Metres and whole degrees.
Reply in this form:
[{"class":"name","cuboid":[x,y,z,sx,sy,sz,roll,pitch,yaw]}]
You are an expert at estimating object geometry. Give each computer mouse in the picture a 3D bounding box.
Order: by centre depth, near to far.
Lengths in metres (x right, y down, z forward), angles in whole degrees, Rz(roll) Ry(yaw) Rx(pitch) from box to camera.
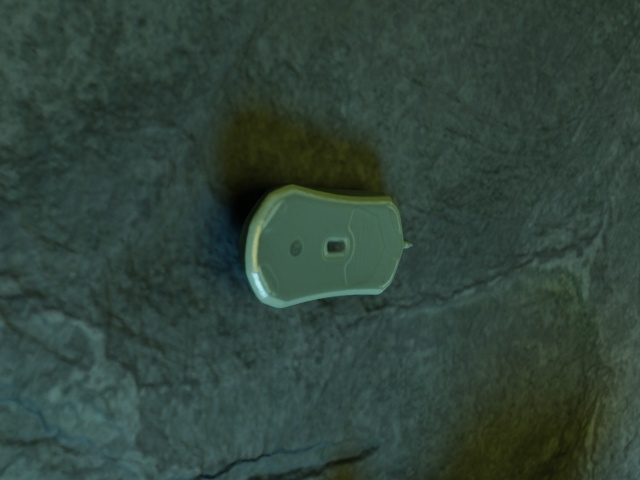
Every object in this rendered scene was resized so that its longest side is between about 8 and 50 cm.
[{"class":"computer mouse","cuboid":[0.000,0.000,0.807,0.182,0.056,0.089,-1,103,-45]}]
